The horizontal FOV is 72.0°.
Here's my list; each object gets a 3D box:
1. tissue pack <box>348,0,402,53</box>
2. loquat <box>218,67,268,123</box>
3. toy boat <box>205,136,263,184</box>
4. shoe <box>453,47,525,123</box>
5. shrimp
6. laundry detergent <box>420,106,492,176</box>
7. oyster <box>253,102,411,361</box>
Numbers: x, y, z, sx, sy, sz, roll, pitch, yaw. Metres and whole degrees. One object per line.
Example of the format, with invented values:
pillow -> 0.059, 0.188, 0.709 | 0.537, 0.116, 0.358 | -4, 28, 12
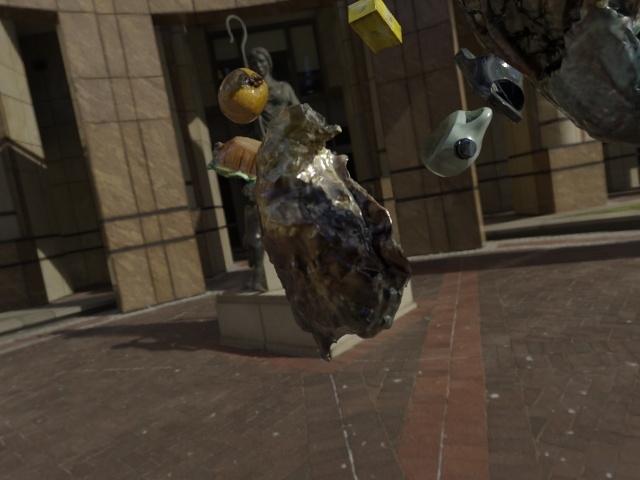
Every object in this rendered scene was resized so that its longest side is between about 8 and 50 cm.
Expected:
tissue pack -> 0.167, -0.649, 1.331 | 0.095, 0.062, 0.176 | -9, -15, 32
loquat -> -0.219, -0.411, 1.255 | 0.163, 0.137, 0.163 | -49, 5, 6
toy boat -> -0.059, -0.110, 0.816 | 0.293, 0.099, 0.108 | 24, 26, -18
shoe -> 0.358, -0.343, 0.901 | 0.108, 0.241, 0.093 | 21, -51, -32
shrimp -> 0.166, -0.224, 0.329 | 0.137, 0.372, 0.172 | -50, 4, -7
laundry detergent -> 0.386, -0.277, 1.227 | 0.215, 0.105, 0.280 | -52, 7, 10
oyster -> -0.006, 0.002, 0.550 | 0.271, 0.275, 0.100 | 37, 22, 21
